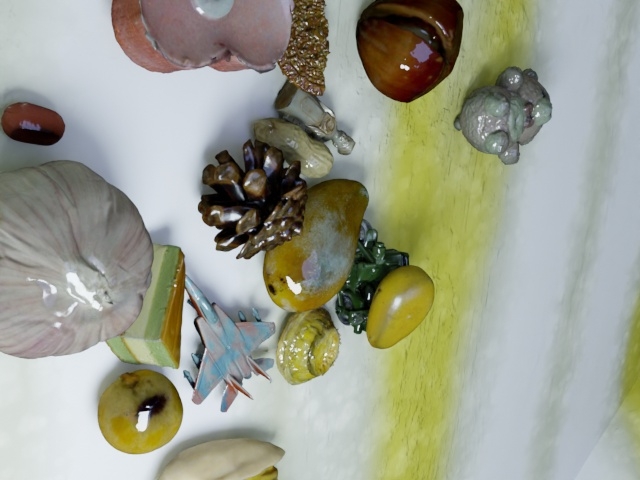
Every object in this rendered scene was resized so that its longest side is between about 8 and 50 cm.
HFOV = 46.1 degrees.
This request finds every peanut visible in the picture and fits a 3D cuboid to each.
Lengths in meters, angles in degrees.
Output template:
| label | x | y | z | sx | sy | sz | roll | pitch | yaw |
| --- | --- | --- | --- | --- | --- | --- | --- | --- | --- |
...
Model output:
| label | x | y | z | sx | sy | sz | roll | pitch | yaw |
| --- | --- | --- | --- | --- | --- | --- | --- | --- | --- |
| peanut | -0.052 | -0.180 | 1.444 | 0.187 | 0.082 | 0.082 | 30 | 84 | -41 |

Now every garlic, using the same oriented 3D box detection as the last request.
| label | x | y | z | sx | sy | sz | roll | pitch | yaw |
| --- | --- | --- | --- | --- | --- | --- | --- | --- | --- |
| garlic | -0.384 | 0.030 | 1.112 | 0.317 | 0.259 | 0.318 | -14 | 114 | -32 |

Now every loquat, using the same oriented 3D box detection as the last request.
| label | x | y | z | sx | sy | sz | roll | pitch | yaw |
| --- | --- | --- | --- | --- | --- | --- | --- | --- | --- |
| loquat | -0.319 | 0.306 | 1.338 | 0.163 | 0.137 | 0.163 | -16 | 109 | -56 |

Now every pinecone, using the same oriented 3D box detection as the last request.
| label | x | y | z | sx | sy | sz | roll | pitch | yaw |
| --- | --- | --- | --- | --- | --- | --- | --- | --- | --- |
| pinecone | -0.121 | -0.071 | 1.341 | 0.202 | 0.229 | 0.201 | -19 | 72 | -22 |

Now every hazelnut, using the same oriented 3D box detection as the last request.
| label | x | y | z | sx | sy | sz | roll | pitch | yaw |
| --- | --- | --- | --- | --- | --- | --- | --- | --- | --- |
| hazelnut | 0.175 | -0.402 | 1.502 | 0.217 | 0.217 | 0.252 | 49 | 62 | -39 |

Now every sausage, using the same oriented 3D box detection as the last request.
| label | x | y | z | sx | sy | sz | roll | pitch | yaw |
| --- | --- | --- | --- | --- | --- | --- | --- | --- | --- |
| sausage | -0.434 | -0.176 | 1.137 | 0.094 | 0.059 | 0.054 | 9 | 55 | -42 |

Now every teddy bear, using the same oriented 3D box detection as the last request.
| label | x | y | z | sx | sy | sz | roll | pitch | yaw |
| --- | --- | --- | --- | --- | --- | --- | --- | --- | --- |
| teddy bear | 0.448 | -0.297 | 1.789 | 0.267 | 0.151 | 0.236 | -15 | 114 | -33 |

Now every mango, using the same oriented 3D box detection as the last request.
| label | x | y | z | sx | sy | sz | roll | pitch | yaw |
| --- | --- | --- | --- | --- | --- | --- | --- | --- | --- |
| mango | 0.160 | 0.140 | 1.569 | 0.137 | 0.098 | 0.195 | 24 | 106 | -46 |
| mango | 0.000 | 0.000 | 1.506 | 0.316 | 0.146 | 0.193 | -56 | 129 | -19 |

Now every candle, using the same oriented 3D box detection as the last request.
| label | x | y | z | sx | sy | sz | roll | pitch | yaw |
| --- | --- | --- | --- | --- | --- | --- | --- | --- | --- |
| candle | -0.199 | -0.409 | 1.222 | 0.316 | 0.131 | 0.287 | -19 | 109 | -46 |

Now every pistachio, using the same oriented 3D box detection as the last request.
| label | x | y | z | sx | sy | sz | roll | pitch | yaw |
| --- | --- | --- | --- | --- | --- | --- | --- | --- | --- |
| pistachio | -0.195 | 0.494 | 1.493 | 0.299 | 0.187 | 0.188 | 5 | 101 | -47 |

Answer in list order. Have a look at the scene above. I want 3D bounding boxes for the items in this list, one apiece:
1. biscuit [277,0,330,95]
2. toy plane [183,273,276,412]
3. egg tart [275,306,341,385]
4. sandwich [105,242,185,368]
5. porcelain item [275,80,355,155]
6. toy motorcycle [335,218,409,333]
| label | x | y | z | sx | sy | sz | roll | pitch | yaw |
| --- | --- | --- | --- | --- | --- | --- | --- | --- | --- |
| biscuit | -0.037 | -0.375 | 1.398 | 0.126 | 0.025 | 0.206 | -1 | 88 | -34 |
| toy plane | -0.197 | 0.177 | 1.424 | 0.223 | 0.104 | 0.326 | -42 | 123 | -24 |
| egg tart | -0.015 | 0.225 | 1.590 | 0.191 | 0.074 | 0.191 | -30 | 127 | -50 |
| sandwich | -0.298 | 0.115 | 1.329 | 0.144 | 0.117 | 0.187 | 89 | 8 | -67 |
| porcelain item | 0.001 | -0.232 | 1.492 | 0.213 | 0.054 | 0.084 | 35 | 80 | -42 |
| toy motorcycle | 0.128 | 0.091 | 1.656 | 0.205 | 0.127 | 0.275 | -4 | 109 | -37 |
